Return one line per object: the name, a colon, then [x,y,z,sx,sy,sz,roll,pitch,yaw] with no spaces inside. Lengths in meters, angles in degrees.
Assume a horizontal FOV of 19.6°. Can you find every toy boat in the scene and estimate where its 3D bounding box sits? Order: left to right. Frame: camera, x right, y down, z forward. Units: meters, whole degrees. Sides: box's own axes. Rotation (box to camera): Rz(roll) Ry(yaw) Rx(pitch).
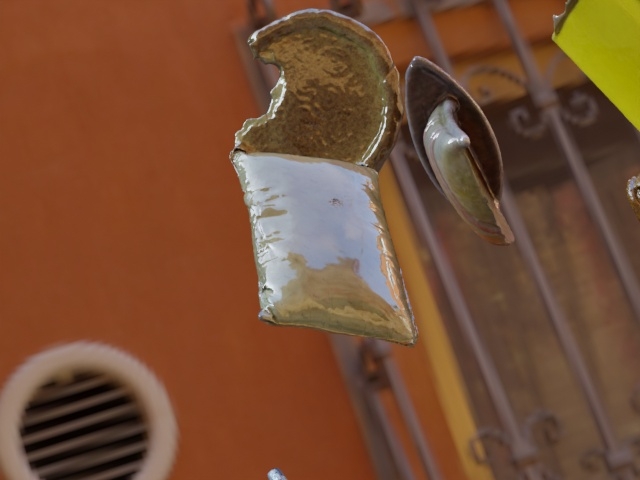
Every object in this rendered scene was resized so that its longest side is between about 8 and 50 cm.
toy boat: [0.196,-0.099,2.551,0.111,0.293,0.276,-23,-56,10]

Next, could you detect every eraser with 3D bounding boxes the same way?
eraser: [0.335,-0.175,1.776,0.069,0.226,0.158,-35,-15,-27]

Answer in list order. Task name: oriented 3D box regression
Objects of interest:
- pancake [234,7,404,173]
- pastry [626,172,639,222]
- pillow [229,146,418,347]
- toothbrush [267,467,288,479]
pancake: [-0.014,-0.199,2.743,0.288,0.286,0.033,-41,-6,4]
pastry: [0.483,-0.057,2.639,0.057,0.097,0.109,-31,21,29]
pillow: [0.000,0.000,2.074,0.185,0.302,0.075,9,-51,-17]
toothbrush: [-0.002,0.278,1.735,0.019,0.219,0.016,-45,-52,2]
